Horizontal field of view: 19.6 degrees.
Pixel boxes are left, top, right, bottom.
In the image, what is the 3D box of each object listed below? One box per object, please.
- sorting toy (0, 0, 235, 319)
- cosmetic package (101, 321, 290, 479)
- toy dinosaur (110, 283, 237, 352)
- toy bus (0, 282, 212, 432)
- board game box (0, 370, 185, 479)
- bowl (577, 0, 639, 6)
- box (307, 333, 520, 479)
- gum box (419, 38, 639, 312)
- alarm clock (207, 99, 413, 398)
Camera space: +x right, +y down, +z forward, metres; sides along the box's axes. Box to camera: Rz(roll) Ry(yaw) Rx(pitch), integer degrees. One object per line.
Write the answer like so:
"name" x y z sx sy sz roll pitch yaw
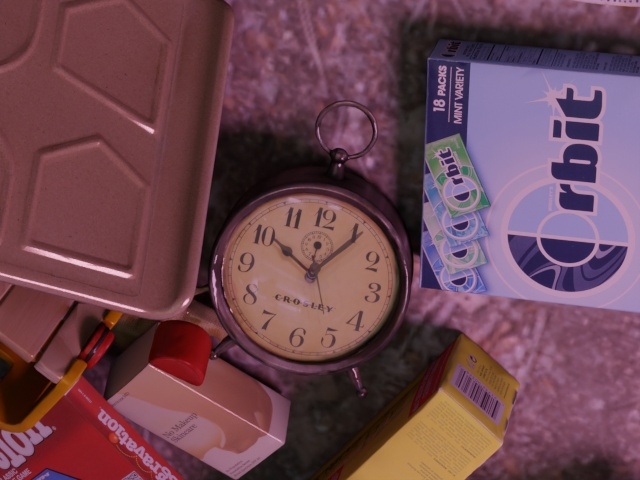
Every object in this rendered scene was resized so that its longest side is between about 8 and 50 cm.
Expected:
"sorting toy" -0.166 -0.121 1.106 0.229 0.307 0.041 15 161 -23
"cosmetic package" -0.083 0.109 1.251 0.115 0.041 0.060 31 130 -22
"toy dinosaur" -0.127 0.046 1.252 0.183 0.053 0.093 -2 114 16
"toy bus" -0.167 0.022 1.158 0.104 0.202 0.191 -43 56 45
"board game box" -0.219 0.184 1.310 0.145 0.027 0.281 47 132 -7
"bowl" 0.162 -0.190 1.031 0.170 0.170 0.080 6 83 13
"box" 0.034 0.168 1.245 0.058 0.087 0.232 42 118 -5
"gum box" 0.156 -0.038 1.145 0.184 0.041 0.157 7 115 13
"alarm clock" 0.000 0.000 1.189 0.129 0.064 0.192 15 112 2
